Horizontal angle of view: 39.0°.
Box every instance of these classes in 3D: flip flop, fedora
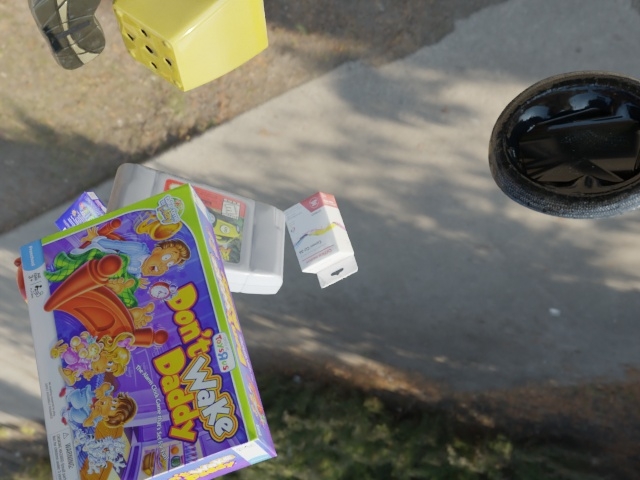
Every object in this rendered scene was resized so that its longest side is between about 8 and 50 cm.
[{"bbox_3d":[-0.379,-0.354,1.342,0.080,0.112,0.277,60,165,13],"label":"flip flop"},{"bbox_3d":[0.475,-0.146,1.616,0.334,0.334,0.152,8,158,23],"label":"fedora"}]

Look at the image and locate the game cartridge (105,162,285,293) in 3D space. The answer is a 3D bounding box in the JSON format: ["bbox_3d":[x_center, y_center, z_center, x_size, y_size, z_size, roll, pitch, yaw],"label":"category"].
[{"bbox_3d":[-0.197,-0.014,1.449,0.294,0.196,0.060,16,133,-15],"label":"game cartridge"}]

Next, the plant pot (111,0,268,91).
[{"bbox_3d":[-0.239,-0.393,1.574,0.212,0.187,0.212,36,160,17],"label":"plant pot"}]

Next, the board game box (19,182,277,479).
[{"bbox_3d":[-0.214,0.125,1.074,0.233,0.347,0.078,-21,150,3],"label":"board game box"}]

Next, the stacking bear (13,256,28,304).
[{"bbox_3d":[-0.423,0.064,1.586,0.289,0.164,0.175,-3,155,37],"label":"stacking bear"}]

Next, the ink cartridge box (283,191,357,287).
[{"bbox_3d":[0.000,0.000,2.116,0.115,0.198,0.067,-29,160,26],"label":"ink cartridge box"}]

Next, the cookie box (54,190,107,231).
[{"bbox_3d":[-0.525,-0.042,2.015,0.092,0.107,0.040,50,-165,7],"label":"cookie box"}]
